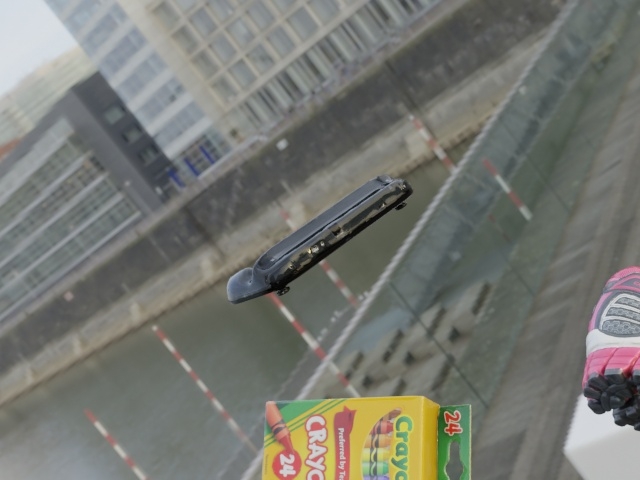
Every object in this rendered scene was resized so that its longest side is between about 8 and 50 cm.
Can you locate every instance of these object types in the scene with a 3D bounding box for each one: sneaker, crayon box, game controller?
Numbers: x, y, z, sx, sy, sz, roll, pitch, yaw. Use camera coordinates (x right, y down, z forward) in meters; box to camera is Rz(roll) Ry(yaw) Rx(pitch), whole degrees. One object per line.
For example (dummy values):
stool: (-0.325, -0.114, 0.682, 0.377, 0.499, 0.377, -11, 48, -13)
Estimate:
sneaker: (0.352, 0.093, 0.798, 0.121, 0.299, 0.112, 99, -175, -58)
crayon box: (0.067, 0.342, 1.619, 0.319, 0.202, 0.081, -7, -21, 23)
game controller: (0.000, 0.000, 1.582, 0.319, 0.067, 0.166, -35, -1, -36)
